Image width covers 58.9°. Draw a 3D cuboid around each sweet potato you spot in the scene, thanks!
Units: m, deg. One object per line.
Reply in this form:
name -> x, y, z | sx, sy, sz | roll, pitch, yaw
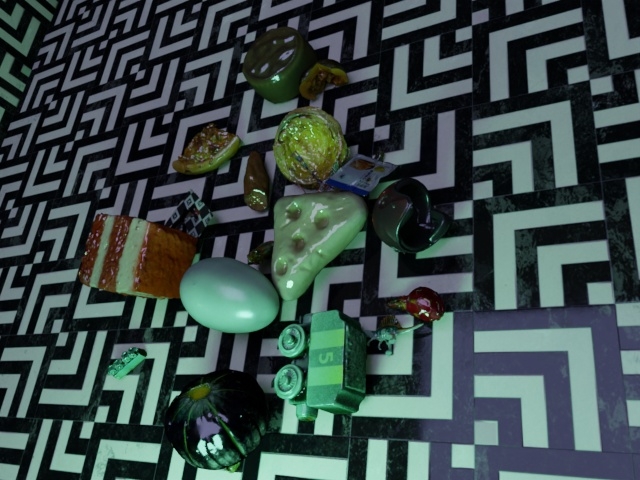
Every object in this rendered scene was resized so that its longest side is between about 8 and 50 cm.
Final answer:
sweet potato -> -0.230, -0.222, 2.033 | 0.097, 0.097, 0.252 | -19, 59, 22

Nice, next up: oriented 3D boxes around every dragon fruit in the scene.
dragon fruit -> 0.256, 0.166, 1.545 | 0.190, 0.094, 0.094 | 9, 71, 46

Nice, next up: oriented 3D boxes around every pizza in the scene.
pizza -> -0.455, -0.373, 2.255 | 0.335, 0.086, 0.226 | -17, 60, 25

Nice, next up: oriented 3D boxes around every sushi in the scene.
sushi -> -0.507, -0.037, 2.131 | 0.192, 0.043, 0.280 | 44, 105, 32

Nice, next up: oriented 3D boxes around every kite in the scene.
kite -> -0.012, -0.202, 1.871 | 0.244, 0.006, 0.198 | 44, 111, 8

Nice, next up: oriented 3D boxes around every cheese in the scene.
cheese -> 0.000, 0.000, 1.754 | 0.328, 0.129, 0.351 | -13, 60, 25

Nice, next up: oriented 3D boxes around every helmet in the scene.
helmet -> 0.245, -0.068, 1.601 | 0.193, 0.189, 0.216 | -16, 62, 51

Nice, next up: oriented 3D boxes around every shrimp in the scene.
shrimp -> -0.198, 0.051, 1.823 | 0.051, 0.217, 0.115 | 44, 101, 0

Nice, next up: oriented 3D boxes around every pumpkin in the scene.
pumpkin -> -0.271, 0.522, 1.605 | 0.295, 0.296, 0.296 | -14, 60, 25
pumpkin -> 0.006, -0.602, 2.071 | 0.183, 0.119, 0.108 | -18, 60, 16

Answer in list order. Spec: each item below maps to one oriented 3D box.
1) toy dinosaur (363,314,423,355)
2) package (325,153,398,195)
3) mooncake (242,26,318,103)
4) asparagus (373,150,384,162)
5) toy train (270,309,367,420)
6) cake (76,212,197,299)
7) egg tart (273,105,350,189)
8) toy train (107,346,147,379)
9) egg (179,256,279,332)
toy dinosaur -> 0.192, 0.248, 1.568 | 0.187, 0.044, 0.106 | -44, 34, 18
package -> 0.129, -0.207, 1.777 | 0.171, 0.027, 0.173 | 24, 53, 37
mooncake -> -0.161, -0.687, 2.194 | 0.284, 0.155, 0.285 | -13, 61, 23
asparagus -> 0.166, -0.218, 1.830 | 0.036, 0.030, 0.165 | 22, 75, 13
toy train -> 0.003, 0.336, 1.549 | 0.238, 0.167, 0.299 | -14, 60, 30
cake -> -0.632, 0.067, 1.997 | 0.319, 0.270, 0.270 | 7, 81, 35
egg tart -> -0.022, -0.312, 1.926 | 0.290, 0.107, 0.291 | 3, 97, 22
toy train -> -0.678, 0.426, 1.982 | 0.148, 0.071, 0.038 | -40, 50, 8
egg -> -0.286, 0.173, 1.773 | 0.370, 0.230, 0.230 | 14, 74, 37
